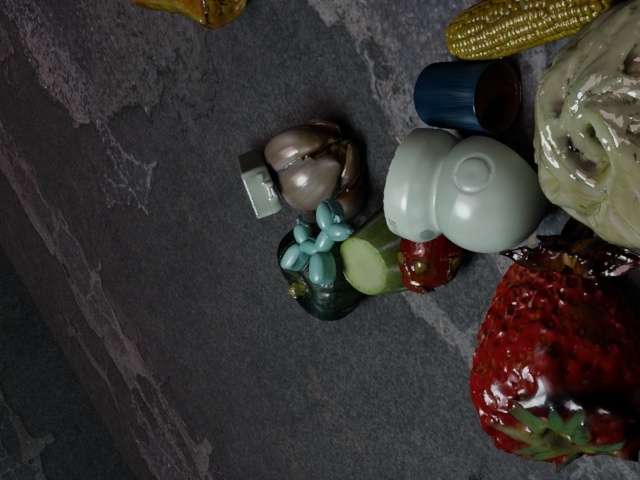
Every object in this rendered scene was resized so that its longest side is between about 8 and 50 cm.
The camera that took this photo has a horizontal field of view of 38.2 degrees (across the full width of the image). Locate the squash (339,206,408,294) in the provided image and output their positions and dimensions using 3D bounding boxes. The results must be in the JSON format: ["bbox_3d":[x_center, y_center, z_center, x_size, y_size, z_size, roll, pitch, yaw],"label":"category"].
[{"bbox_3d":[0.119,0.031,1.759,0.170,0.122,0.170,23,125,37],"label":"squash"}]

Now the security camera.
[{"bbox_3d":[0.240,-0.072,1.464,0.236,0.194,0.195,15,120,30],"label":"security camera"}]

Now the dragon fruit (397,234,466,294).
[{"bbox_3d":[0.198,-0.026,1.634,0.125,0.125,0.246,4,92,22],"label":"dragon fruit"}]

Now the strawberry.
[{"bbox_3d":[0.380,0.189,1.414,0.291,0.310,0.292,17,138,16],"label":"strawberry"}]

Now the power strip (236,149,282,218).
[{"bbox_3d":[-0.129,-0.123,1.913,0.338,0.058,0.098,-117,5,-76],"label":"power strip"}]

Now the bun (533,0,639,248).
[{"bbox_3d":[0.414,-0.134,1.203,0.326,0.234,0.362,52,148,13],"label":"bun"}]

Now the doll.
[{"bbox_3d":[0.000,0.000,1.739,0.159,0.059,0.159,14,94,48],"label":"doll"}]

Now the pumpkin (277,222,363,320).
[{"bbox_3d":[-0.002,0.066,1.893,0.211,0.152,0.212,34,134,44],"label":"pumpkin"}]

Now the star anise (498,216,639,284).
[{"bbox_3d":[0.392,0.006,1.373,0.212,0.157,0.054,13,132,41],"label":"star anise"}]

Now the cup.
[{"bbox_3d":[0.234,-0.215,1.485,0.138,0.113,0.150,14,116,50],"label":"cup"}]

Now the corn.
[{"bbox_3d":[0.303,-0.324,1.343,0.313,0.102,0.102,-14,96,52],"label":"corn"}]

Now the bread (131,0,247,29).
[{"bbox_3d":[-0.284,-0.562,1.944,0.344,0.148,0.195,27,139,41],"label":"bread"}]

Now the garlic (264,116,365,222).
[{"bbox_3d":[-0.013,-0.127,1.807,0.191,0.160,0.214,-20,88,59],"label":"garlic"}]
